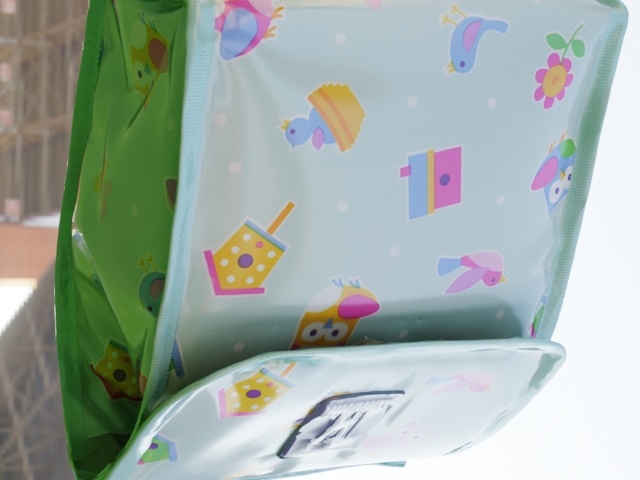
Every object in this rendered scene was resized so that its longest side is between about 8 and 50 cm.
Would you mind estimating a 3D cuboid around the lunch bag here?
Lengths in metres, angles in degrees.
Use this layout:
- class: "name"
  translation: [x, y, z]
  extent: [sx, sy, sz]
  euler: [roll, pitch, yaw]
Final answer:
- class: "lunch bag"
  translation: [0.000, 0.000, 0.641]
  extent: [0.160, 0.223, 0.262]
  euler: [37, -56, 53]
